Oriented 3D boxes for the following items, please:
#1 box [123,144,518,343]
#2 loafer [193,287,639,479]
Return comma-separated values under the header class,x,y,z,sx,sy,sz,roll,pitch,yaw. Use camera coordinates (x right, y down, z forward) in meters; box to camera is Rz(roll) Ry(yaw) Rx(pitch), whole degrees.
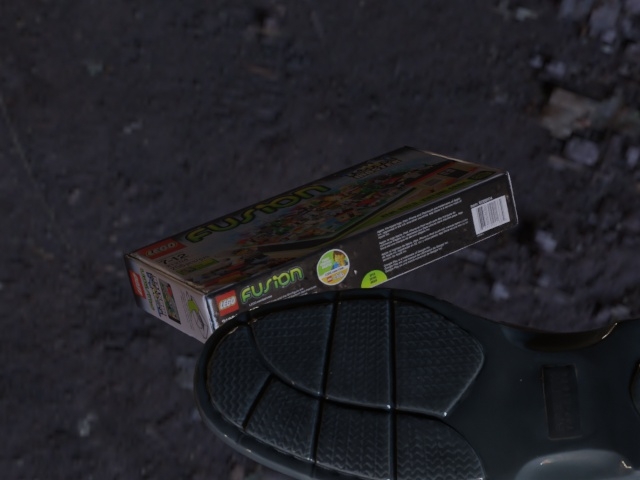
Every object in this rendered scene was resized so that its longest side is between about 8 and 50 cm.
class,x,y,z,sx,sy,sz,roll,pitch,yaw
box,0.000,0.000,0.950,0.207,0.036,0.114,-22,22,-25
loafer,0.081,0.080,0.695,0.268,0.084,0.096,2,64,12
